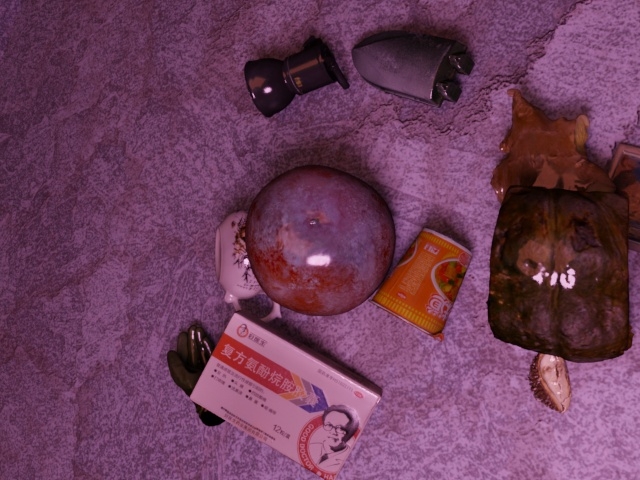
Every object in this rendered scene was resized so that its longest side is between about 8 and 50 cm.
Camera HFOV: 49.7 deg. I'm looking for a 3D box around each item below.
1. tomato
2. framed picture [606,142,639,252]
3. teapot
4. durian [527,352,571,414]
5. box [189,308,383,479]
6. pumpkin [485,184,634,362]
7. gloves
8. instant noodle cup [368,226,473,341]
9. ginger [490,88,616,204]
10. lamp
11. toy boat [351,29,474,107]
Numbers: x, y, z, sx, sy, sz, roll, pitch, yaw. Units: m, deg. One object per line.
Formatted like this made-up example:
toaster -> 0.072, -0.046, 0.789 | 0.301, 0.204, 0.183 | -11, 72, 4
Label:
tomato -> 0.000, 0.000, 1.434 | 0.317, 0.282, 0.316 | 0, 77, 2
framed picture -> 0.613, -0.055, 1.213 | 0.250, 0.016, 0.184 | 25, 94, 34
teapot -> -0.167, 0.050, 1.612 | 0.208, 0.166, 0.299 | -25, 75, 61
durian -> 0.416, 0.254, 1.267 | 0.066, 0.052, 0.130 | -5, 77, -8
box -> -0.073, 0.324, 1.458 | 0.353, 0.069, 0.214 | 29, 96, 6
pumpkin -> 0.406, 0.064, 1.172 | 0.226, 0.303, 0.256 | 1, 56, 27
gloves -> -0.290, 0.322, 1.652 | 0.107, 0.135, 0.268 | -62, 39, 37
instant noodle cup -> 0.210, 0.081, 1.369 | 0.168, 0.168, 0.185 | 28, 88, 34
ginger -> 0.411, -0.157, 1.303 | 0.219, 0.123, 0.270 | -33, 60, 27
lamp -> -0.049, -0.406, 1.662 | 0.227, 0.147, 0.172 | -17, 47, 20
toy boat -> 0.183, -0.390, 1.526 | 0.320, 0.092, 0.141 | 28, 96, 41
